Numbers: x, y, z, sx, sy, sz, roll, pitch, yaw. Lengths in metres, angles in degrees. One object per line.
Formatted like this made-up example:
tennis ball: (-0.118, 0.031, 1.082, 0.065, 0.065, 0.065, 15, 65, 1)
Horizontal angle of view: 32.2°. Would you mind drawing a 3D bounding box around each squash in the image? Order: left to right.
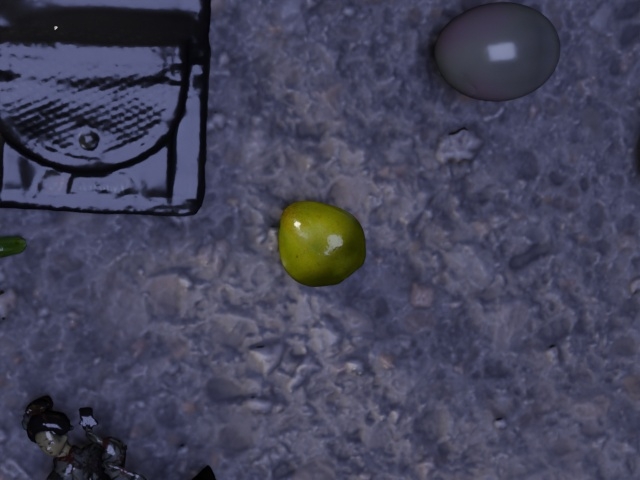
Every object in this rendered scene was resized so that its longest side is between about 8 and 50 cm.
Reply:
squash: (-0.334, 0.006, 1.090, 0.089, 0.027, 0.027, 2, 98, -17)

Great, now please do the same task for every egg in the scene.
egg: (0.186, -0.198, 1.167, 0.135, 0.103, 0.103, -7, 101, -13)

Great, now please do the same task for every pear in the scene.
pear: (0.000, 0.000, 1.159, 0.092, 0.092, 0.097, -33, 90, -9)

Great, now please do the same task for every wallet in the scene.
wallet: (-0.228, -0.186, 1.086, 0.247, 0.041, 0.322, 1, 96, -18)

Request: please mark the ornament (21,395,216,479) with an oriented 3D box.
ornament: (-0.224, 0.237, 1.108, 0.166, 0.153, 0.196, -42, 98, -7)
